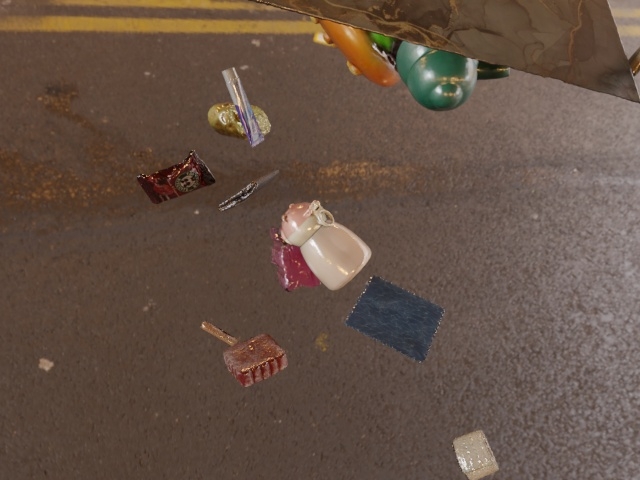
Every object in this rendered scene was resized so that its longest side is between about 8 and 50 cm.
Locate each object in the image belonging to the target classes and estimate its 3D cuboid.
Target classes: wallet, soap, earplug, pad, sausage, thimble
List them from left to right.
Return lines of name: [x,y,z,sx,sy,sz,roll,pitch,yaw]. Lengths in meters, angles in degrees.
sausage: [-0.270,0.252,1.539,0.116,0.026,0.026,28,48,6]
wallet: [-0.248,-0.180,2.047,0.044,0.170,0.321,57,16,-7]
soap: [-0.081,0.043,1.647,0.112,0.289,0.182,-5,91,-11]
pad: [0.237,0.237,1.793,0.269,0.012,0.269,24,40,10]
pad: [0.115,-0.255,0.514,0.367,0.007,0.248,9,61,-16]
earplug: [0.268,-0.345,1.186,0.257,0.164,0.280,39,40,-29]
thimble: [0.420,0.583,1.560,0.090,0.102,0.115,-26,24,12]

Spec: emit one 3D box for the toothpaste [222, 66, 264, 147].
toothpaste: [-0.082,-0.140,0.607,0.015,0.083,0.024,-6,27,36]

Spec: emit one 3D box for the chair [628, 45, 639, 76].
chair: [0.395,-0.080,0.496,0.272,0.188,0.166,42,81,-9]

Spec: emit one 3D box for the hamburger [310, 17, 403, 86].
hamburger: [0.119,-0.580,1.397,0.396,0.277,0.396,47,19,-22]

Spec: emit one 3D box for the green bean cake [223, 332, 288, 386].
green bean cake: [-0.163,0.299,1.438,0.135,0.056,0.135,-21,28,-22]

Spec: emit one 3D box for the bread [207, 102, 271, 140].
bread: [-0.147,-0.208,0.991,0.110,0.060,0.066,19,18,33]

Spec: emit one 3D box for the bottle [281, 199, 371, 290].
bottle: [0.000,0.000,1.453,0.236,0.147,0.147,44,50,-3]

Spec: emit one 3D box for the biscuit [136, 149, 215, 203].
biscuit: [-0.487,-0.205,1.926,0.235,0.151,0.063,-23,55,0]
